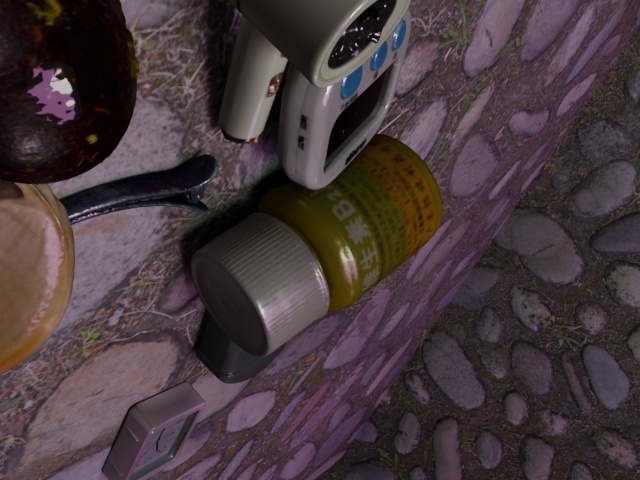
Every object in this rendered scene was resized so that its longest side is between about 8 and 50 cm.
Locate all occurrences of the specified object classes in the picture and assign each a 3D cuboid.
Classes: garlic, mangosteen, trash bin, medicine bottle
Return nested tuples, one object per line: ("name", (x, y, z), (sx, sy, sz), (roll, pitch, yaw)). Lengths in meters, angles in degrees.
("garlic", (-0.311, 0.036, 0.548), (0.245, 0.145, 0.164), (-43, 163, 6))
("mangosteen", (-0.240, -0.125, 0.420), (0.217, 0.192, 0.192), (-16, 145, -20))
("trash bin", (-0.133, 0.153, 1.139), (0.177, 0.101, 0.236), (-23, 143, -44))
("medicine bottle", (0.000, 0.000, 0.981), (0.384, 0.224, 0.224), (-35, 153, -30))

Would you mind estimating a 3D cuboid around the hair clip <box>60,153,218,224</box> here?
("hair clip", (-0.242, -0.044, 0.717), (0.275, 0.048, 0.083), (-19, 144, -43))

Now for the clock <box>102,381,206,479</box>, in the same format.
("clock", (-0.323, 0.382, 1.186), (0.150, 0.063, 0.197), (-14, 139, -56))

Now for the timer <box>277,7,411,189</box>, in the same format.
("timer", (0.030, -0.208, 0.849), (0.262, 0.087, 0.237), (-49, 162, -37))

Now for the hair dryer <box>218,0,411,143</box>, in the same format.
("hair dryer", (-0.059, -0.203, 0.652), (0.128, 0.203, 0.362), (-41, 173, -28))
